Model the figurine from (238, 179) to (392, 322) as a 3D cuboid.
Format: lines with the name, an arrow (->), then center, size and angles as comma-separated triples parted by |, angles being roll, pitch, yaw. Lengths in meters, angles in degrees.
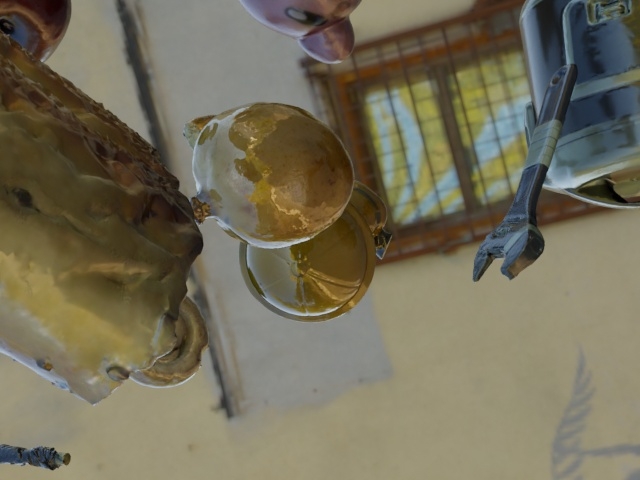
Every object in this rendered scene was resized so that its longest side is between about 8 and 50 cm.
figurine -> 0.002, -0.003, 1.633 | 0.192, 0.167, 0.257 | 36, -139, 5

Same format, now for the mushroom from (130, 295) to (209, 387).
mushroom -> -0.257, 0.156, 1.873 | 0.127, 0.166, 0.166 | -20, 82, 59

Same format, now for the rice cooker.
rice cooker -> 0.434, -0.205, 1.556 | 0.335, 0.335, 0.325 | 23, -121, -74

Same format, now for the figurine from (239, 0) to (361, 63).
figurine -> -0.033, -0.413, 1.668 | 0.211, 0.270, 0.261 | 12, -135, -30

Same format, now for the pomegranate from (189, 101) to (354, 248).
pomegranate -> -0.067, -0.071, 1.320 | 0.196, 0.196, 0.196 | -14, -90, -77

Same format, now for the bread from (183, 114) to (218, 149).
bread -> -0.159, -0.161, 1.775 | 0.072, 0.053, 0.106 | 51, -151, 16

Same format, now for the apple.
apple -> -0.467, -0.331, 1.587 | 0.234, 0.234, 0.234 | -14, -90, -77

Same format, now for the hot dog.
hot dog -> -0.289, -0.075, 0.791 | 0.365, 0.196, 0.367 | 41, -178, -25

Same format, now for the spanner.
spanner -> 0.223, -0.077, 1.223 | 0.024, 0.087, 0.316 | 38, -129, -19

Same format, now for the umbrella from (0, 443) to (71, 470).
umbrella -> -0.475, 0.357, 1.916 | 0.040, 0.143, 0.037 | 13, -102, -65
